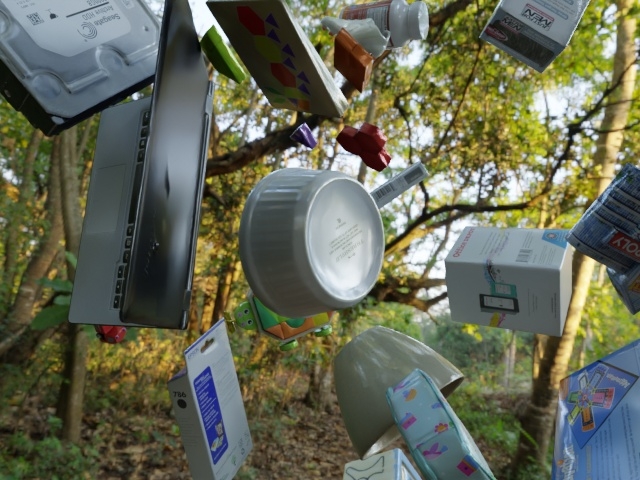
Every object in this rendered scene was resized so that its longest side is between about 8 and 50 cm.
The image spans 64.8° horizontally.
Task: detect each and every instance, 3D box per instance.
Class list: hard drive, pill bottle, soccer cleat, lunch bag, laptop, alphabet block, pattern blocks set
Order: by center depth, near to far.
[{"bbox_3d":[-0.049,-0.224,0.625,0.286,0.026,0.324,24,-19,31],"label":"pattern blocks set"},{"bbox_3d":[-0.360,-0.322,0.628,0.064,0.237,0.338,-19,-67,44],"label":"hard drive"},{"bbox_3d":[-0.279,-0.080,0.677,0.409,0.381,0.236,-3,-14,30],"label":"laptop"},{"bbox_3d":[0.238,0.398,0.960,0.224,0.108,0.279,56,3,-20],"label":"lunch bag"},{"bbox_3d":[0.081,-0.484,1.161,0.196,0.076,0.068,7,33,-43],"label":"soccer cleat"},{"bbox_3d":[0.164,-0.562,1.319,0.216,0.121,0.121,4,-15,26],"label":"pill bottle"},{"bbox_3d":[0.191,0.783,1.525,0.197,0.192,0.193,-26,-73,22],"label":"alphabet block"}]

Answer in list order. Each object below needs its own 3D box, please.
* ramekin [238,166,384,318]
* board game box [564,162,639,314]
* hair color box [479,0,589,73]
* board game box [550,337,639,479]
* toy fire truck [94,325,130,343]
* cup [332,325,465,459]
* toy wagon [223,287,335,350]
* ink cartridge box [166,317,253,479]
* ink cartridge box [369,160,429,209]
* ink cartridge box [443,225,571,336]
[{"bbox_3d":[0.000,0.000,0.875,0.127,0.272,0.273,-6,-20,42],"label":"ramekin"},{"bbox_3d":[0.494,0.011,0.773,0.194,0.194,0.060,25,26,-7],"label":"board game box"},{"bbox_3d":[0.575,-0.628,1.270,0.186,0.374,0.113,31,-18,1],"label":"hair color box"},{"bbox_3d":[0.307,0.185,0.513,0.145,0.027,0.281,-42,-7,30],"label":"board game box"},{"bbox_3d":[-0.507,0.185,1.250,0.136,0.047,0.191,9,-54,17],"label":"toy fire truck"},{"bbox_3d":[0.165,0.364,1.306,0.237,0.331,0.331,50,5,26],"label":"cup"},{"bbox_3d":[-0.112,0.190,1.494,0.345,0.266,0.068,-19,4,-22],"label":"toy wagon"},{"bbox_3d":[-0.232,0.346,1.066,0.065,0.332,0.165,-4,14,20],"label":"ink cartridge box"},{"bbox_3d":[0.169,-0.126,1.406,0.066,0.189,0.232,58,-19,-6],"label":"ink cartridge box"},{"bbox_3d":[0.483,0.093,1.293,0.270,0.198,0.197,4,-58,33],"label":"ink cartridge box"}]
